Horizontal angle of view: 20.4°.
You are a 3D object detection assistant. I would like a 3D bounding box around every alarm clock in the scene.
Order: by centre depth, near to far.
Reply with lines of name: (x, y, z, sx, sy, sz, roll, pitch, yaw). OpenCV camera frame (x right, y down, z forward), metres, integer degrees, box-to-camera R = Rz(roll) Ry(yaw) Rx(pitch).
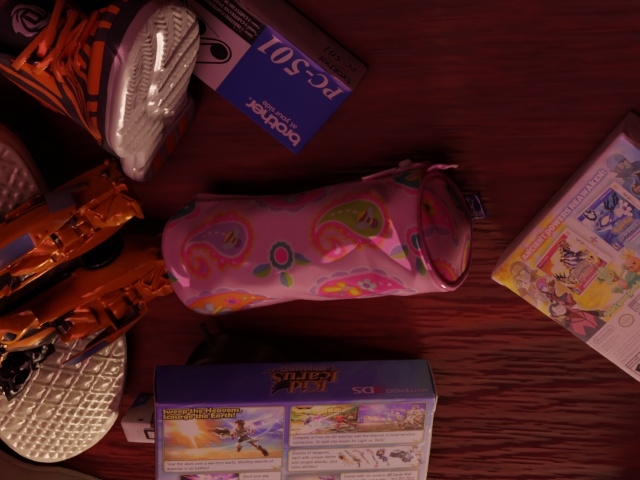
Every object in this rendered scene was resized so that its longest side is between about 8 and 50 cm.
alarm clock: (-0.067, 0.172, 1.803, 0.192, 0.064, 0.129, 32, 131, -5)

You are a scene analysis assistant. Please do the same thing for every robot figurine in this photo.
robot figurine: (-0.279, 0.056, 1.659, 0.291, 0.085, 0.211, -33, 132, -2)

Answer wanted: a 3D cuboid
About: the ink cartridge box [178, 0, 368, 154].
ink cartridge box: (-0.069, -0.176, 1.554, 0.207, 0.046, 0.097, 38, 131, -6)

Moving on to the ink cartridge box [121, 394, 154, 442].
ink cartridge box: (-0.160, 0.188, 1.861, 0.083, 0.048, 0.028, 0, 124, 22)

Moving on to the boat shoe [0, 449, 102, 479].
boat shoe: (-0.374, 0.287, 1.989, 0.305, 0.109, 0.091, 19, 125, 5)

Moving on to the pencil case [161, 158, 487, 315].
pencil case: (0.000, 0.000, 1.611, 0.284, 0.124, 0.124, -8, 120, 28)

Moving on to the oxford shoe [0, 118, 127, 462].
oxford shoe: (-0.307, 0.042, 1.777, 0.169, 0.130, 0.449, -26, 130, -13)

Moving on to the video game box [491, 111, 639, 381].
video game box: (0.280, 0.015, 1.541, 0.187, 0.048, 0.205, 34, 130, -5)

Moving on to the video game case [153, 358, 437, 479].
video game case: (-0.030, 0.226, 1.761, 0.270, 0.061, 0.244, -1, 129, -6)

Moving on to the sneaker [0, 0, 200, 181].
sneaker: (-0.206, -0.156, 1.510, 0.180, 0.124, 0.321, 34, 163, 4)
